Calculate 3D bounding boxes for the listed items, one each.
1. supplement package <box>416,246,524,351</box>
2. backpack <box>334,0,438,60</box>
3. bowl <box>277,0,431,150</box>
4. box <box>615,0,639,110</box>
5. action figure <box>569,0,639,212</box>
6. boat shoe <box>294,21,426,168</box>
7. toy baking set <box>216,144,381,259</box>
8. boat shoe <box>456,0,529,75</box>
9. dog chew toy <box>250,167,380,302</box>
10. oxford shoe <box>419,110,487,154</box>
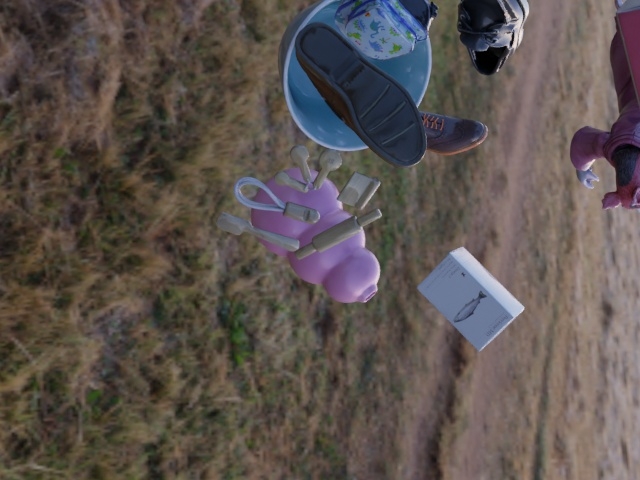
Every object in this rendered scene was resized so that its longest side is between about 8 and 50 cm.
[{"bbox_3d":[0.301,0.115,1.899,0.179,0.105,0.105,46,21,12],"label":"supplement package"},{"bbox_3d":[0.077,-0.289,1.238,0.105,0.114,0.084,42,59,-29],"label":"backpack"},{"bbox_3d":[0.040,-0.345,1.838,0.163,0.312,0.311,42,-20,55],"label":"bowl"},{"bbox_3d":[0.440,-0.186,1.074,0.148,0.127,0.232,-44,120,-44],"label":"box"},{"bbox_3d":[0.506,-0.176,1.401,0.370,0.248,0.275,-54,146,-41],"label":"action figure"},{"bbox_3d":[0.075,-0.246,1.647,0.307,0.111,0.104,53,-6,9],"label":"boat shoe"},{"bbox_3d":[-0.031,-0.057,1.534,0.196,0.256,0.030,48,21,-28],"label":"toy baking set"},{"bbox_3d":[0.316,-0.409,1.819,0.113,0.127,0.340,-60,167,-2],"label":"boat shoe"},{"bbox_3d":[0.000,0.000,2.064,0.332,0.206,0.207,49,20,15],"label":"dog chew toy"},{"bbox_3d":[0.289,-0.282,2.433,0.098,0.272,0.096,50,44,-58],"label":"oxford shoe"}]
